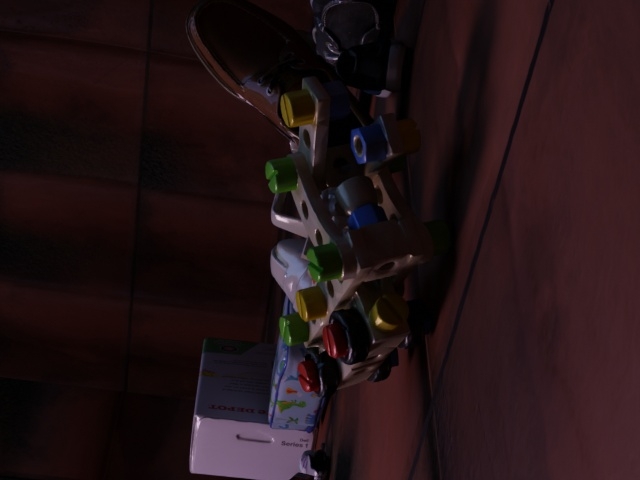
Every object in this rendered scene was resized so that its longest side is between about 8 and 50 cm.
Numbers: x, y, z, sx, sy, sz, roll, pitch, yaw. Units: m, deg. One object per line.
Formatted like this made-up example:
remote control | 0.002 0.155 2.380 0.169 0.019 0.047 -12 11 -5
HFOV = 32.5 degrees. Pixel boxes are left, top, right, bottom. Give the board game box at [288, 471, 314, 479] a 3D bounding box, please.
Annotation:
board game box | -0.062 0.444 1.386 0.145 0.027 0.281 13 -91 -78

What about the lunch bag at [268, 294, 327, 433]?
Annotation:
lunch bag | -0.027 0.178 1.693 0.219 0.090 0.176 103 172 -48

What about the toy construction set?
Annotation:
toy construction set | 0.022 0.014 0.994 0.328 0.151 0.215 88 163 -71

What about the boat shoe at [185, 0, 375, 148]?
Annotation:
boat shoe | -0.030 -0.181 1.271 0.111 0.307 0.104 -50 1 -2

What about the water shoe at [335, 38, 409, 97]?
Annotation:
water shoe | 0.058 -0.217 1.342 0.203 0.080 0.073 -131 49 -84

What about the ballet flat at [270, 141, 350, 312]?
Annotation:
ballet flat | 0.000 0.000 1.406 0.147 0.147 0.409 102 172 -46

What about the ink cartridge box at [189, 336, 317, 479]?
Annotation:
ink cartridge box | -0.114 0.287 1.886 0.278 0.201 0.117 -96 13 -68

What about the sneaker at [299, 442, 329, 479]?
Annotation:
sneaker | -0.005 0.312 1.562 0.098 0.038 0.069 -112 30 -61

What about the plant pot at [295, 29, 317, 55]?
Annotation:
plant pot | 0.012 -0.211 1.673 0.236 0.032 0.236 -16 -90 -77

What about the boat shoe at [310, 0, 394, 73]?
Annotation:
boat shoe | 0.049 -0.295 1.515 0.335 0.121 0.119 32 -122 -83
